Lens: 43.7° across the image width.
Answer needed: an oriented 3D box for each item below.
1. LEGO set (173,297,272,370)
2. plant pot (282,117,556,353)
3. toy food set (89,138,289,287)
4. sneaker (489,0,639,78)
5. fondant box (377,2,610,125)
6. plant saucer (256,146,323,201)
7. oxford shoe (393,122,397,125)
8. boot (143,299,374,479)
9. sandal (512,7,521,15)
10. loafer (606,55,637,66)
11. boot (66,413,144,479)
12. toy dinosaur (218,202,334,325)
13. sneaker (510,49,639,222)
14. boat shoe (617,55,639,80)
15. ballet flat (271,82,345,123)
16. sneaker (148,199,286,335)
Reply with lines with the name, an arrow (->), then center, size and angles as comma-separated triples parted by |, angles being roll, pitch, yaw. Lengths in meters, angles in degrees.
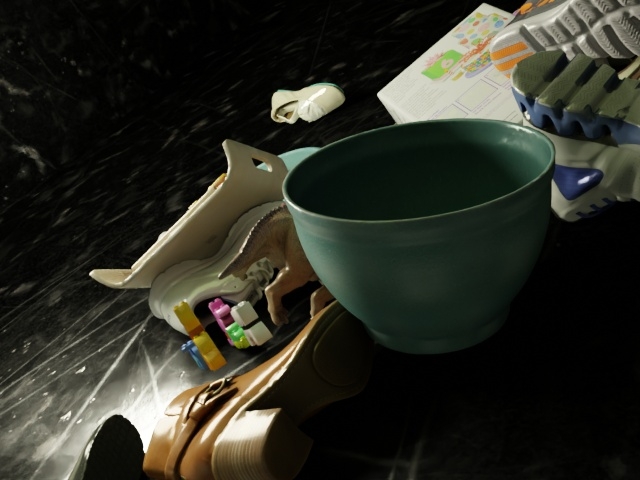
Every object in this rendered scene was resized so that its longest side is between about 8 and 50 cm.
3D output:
LEGO set -> -0.143, 0.111, 1.039 | 0.087, 0.093, 0.227 | -33, 2, -17
plant pot -> 0.118, 0.003, 0.901 | 0.293, 0.196, 0.293 | -9, 24, 4
toy food set -> -0.203, -0.035, 1.290 | 0.306, 0.092, 0.219 | -44, -16, 13
sneaker -> 0.369, -0.323, 1.023 | 0.321, 0.124, 0.180 | -3, 48, 51
fondant box -> 0.261, -0.223, 1.231 | 0.238, 0.096, 0.330 | -40, 35, 3
plant saucer -> -0.094, -0.094, 1.543 | 0.317, 0.044, 0.318 | -25, 25, 13
oxford shoe -> 0.114, -0.155, 1.424 | 0.212, 0.076, 0.076 | -36, -3, -12
boot -> -0.070, 0.181, 0.947 | 0.220, 0.109, 0.283 | -16, 31, 41
sandal -> 0.459, -0.433, 1.508 | 0.416, 0.102, 0.169 | -6, 33, 42
loafer -> 0.487, -0.332, 1.296 | 0.251, 0.094, 0.087 | -12, 26, 33
boot -> -0.317, 0.321, 0.959 | 0.161, 0.083, 0.246 | -27, 23, 21
toy dinosaur -> 0.000, 0.000, 1.048 | 0.200, 0.295, 0.127 | -60, 40, 26
sneaker -> 0.366, -0.092, 0.944 | 0.315, 0.182, 0.127 | 33, 64, 30
boat shoe -> 0.455, -0.223, 1.015 | 0.257, 0.095, 0.095 | -54, 34, 0
ballet flat -> -0.037, -0.312, 1.871 | 0.086, 0.086, 0.248 | -43, 26, -26
sneaker -> -0.121, 0.051, 1.257 | 0.297, 0.111, 0.129 | -39, 43, -13
